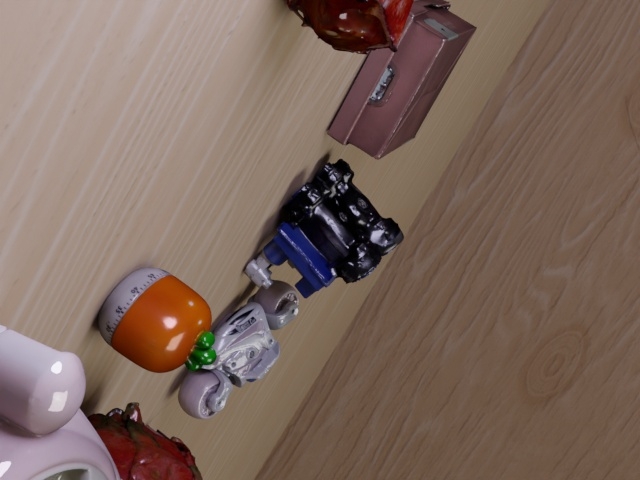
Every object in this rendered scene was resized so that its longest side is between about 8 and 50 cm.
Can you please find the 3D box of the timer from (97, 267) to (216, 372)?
[{"bbox_3d":[-0.162,0.091,1.275,0.099,0.136,0.136,-67,168,22],"label":"timer"}]

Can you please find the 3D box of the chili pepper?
[{"bbox_3d":[0.061,-0.314,1.161,0.144,0.136,0.253,29,82,-37],"label":"chili pepper"}]

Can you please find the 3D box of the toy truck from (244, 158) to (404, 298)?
[{"bbox_3d":[0.000,0.000,1.775,0.177,0.161,0.213,-40,-179,31],"label":"toy truck"}]

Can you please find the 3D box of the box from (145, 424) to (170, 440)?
[{"bbox_3d":[-0.279,0.354,1.749,0.156,0.060,0.111,-50,167,-39],"label":"box"}]

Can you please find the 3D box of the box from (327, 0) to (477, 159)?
[{"bbox_3d":[0.123,-0.237,1.731,0.215,0.086,0.215,-61,171,22],"label":"box"}]

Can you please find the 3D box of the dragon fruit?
[{"bbox_3d":[-0.235,0.319,1.345,0.244,0.244,0.299,-62,-151,29],"label":"dragon fruit"}]

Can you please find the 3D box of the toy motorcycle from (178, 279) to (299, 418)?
[{"bbox_3d":[-0.124,0.155,1.802,0.254,0.112,0.112,-51,169,-22],"label":"toy motorcycle"}]

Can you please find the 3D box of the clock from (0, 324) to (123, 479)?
[{"bbox_3d":[-0.277,0.251,0.845,0.342,0.184,0.326,72,37,-52],"label":"clock"}]
